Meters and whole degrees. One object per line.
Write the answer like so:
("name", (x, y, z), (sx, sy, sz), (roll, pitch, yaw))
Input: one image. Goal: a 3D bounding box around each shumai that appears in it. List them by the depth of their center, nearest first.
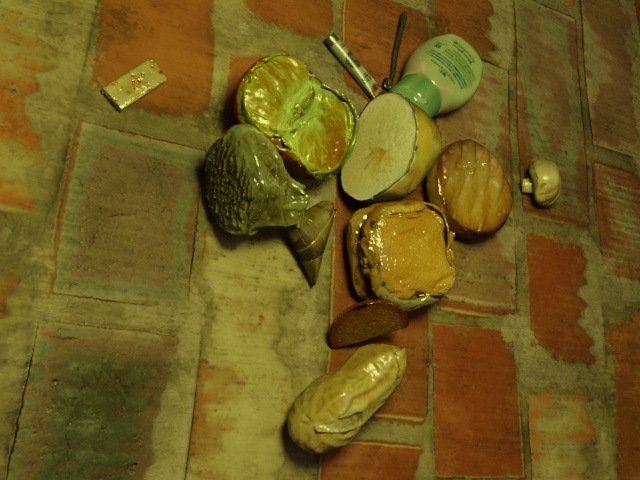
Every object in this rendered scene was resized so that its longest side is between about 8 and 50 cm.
("shumai", (-0.145, -0.151, 1.536), (0.222, 0.225, 0.261), (-20, 108, -39))

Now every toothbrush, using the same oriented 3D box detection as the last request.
("toothbrush", (0.228, -0.575, 1.961), (0.030, 0.030, 0.297), (19, 68, -11))

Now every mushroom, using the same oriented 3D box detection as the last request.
("mushroom", (0.694, -0.180, 2.046), (0.154, 0.122, 0.154), (-12, 90, -71))

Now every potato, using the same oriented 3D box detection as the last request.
("potato", (0.204, -0.219, 1.734), (0.196, 0.246, 0.300), (22, 91, -46))

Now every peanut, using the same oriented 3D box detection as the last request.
("peanut", (0.066, 0.363, 1.529), (0.340, 0.158, 0.174), (-33, 130, -35))

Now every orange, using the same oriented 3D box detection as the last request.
("orange", (-0.063, -0.302, 1.634), (0.334, 0.196, 0.262), (30, 77, -13))

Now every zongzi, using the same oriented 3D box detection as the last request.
("zongzi", (0.000, 0.000, 1.652), (0.160, 0.078, 0.176), (-33, 102, -31))

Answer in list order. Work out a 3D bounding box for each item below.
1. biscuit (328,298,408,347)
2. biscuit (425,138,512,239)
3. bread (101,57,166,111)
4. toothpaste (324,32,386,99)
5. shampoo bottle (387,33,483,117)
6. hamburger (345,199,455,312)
("biscuit", (0.113, 0.196, 1.600), (0.206, 0.025, 0.126), (-16, 126, -2))
("biscuit", (0.431, -0.146, 1.902), (0.296, 0.102, 0.296), (7, 75, -29))
("bread", (-0.443, -0.372, 1.550), (0.153, 0.028, 0.068), (-43, 99, -29))
("toothpaste", (0.102, -0.493, 1.867), (0.239, 0.039, 0.062), (48, 53, -10))
("shampoo bottle", (0.320, -0.451, 1.903), (0.222, 0.151, 0.349), (46, 59, -3))
("hamburger", (0.212, 0.040, 1.690), (0.318, 0.158, 0.319), (3, 83, -23))
